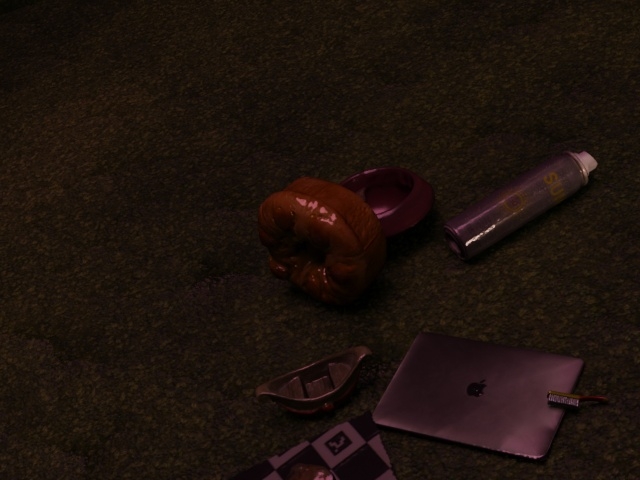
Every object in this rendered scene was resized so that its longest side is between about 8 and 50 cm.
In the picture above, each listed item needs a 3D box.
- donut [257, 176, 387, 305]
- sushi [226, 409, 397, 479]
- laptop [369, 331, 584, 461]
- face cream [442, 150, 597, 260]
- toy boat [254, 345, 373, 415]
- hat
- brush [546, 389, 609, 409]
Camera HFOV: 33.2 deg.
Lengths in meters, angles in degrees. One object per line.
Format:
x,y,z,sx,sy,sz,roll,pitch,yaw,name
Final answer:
0.002,0.002,1.746,0.226,0.226,0.114,15,45,38,donut
-0.042,0.386,1.420,0.320,0.069,0.339,-25,38,2,sushi
0.224,0.218,1.544,0.269,0.015,0.187,7,46,32,laptop
0.334,-0.066,1.780,0.283,0.073,0.073,-31,39,-11,face cream
-0.003,0.216,1.612,0.185,0.071,0.089,-22,39,0,toy boat
0.103,-0.050,1.863,0.205,0.089,0.205,-14,33,9,hat
0.351,0.219,1.465,0.083,0.019,0.021,5,58,4,brush
